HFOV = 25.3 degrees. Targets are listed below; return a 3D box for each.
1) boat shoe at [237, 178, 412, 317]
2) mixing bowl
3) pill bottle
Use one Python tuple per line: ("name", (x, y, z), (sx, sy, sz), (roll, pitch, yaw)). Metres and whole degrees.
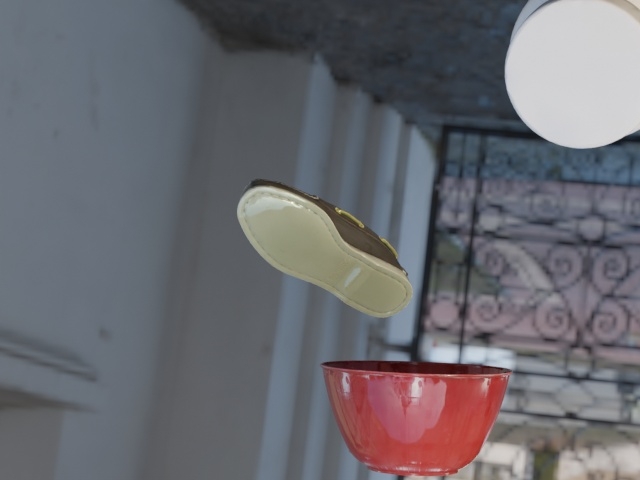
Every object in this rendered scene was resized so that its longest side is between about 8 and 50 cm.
("boat shoe", (0.000, 0.000, 1.485), (0.228, 0.068, 0.081), (36, 113, -29))
("mixing bowl", (0.087, 0.166, 1.331), (0.181, 0.098, 0.181), (3, 179, 0))
("pill bottle", (0.270, -0.186, 1.351), (0.160, 0.160, 0.283), (3, -160, 20))
